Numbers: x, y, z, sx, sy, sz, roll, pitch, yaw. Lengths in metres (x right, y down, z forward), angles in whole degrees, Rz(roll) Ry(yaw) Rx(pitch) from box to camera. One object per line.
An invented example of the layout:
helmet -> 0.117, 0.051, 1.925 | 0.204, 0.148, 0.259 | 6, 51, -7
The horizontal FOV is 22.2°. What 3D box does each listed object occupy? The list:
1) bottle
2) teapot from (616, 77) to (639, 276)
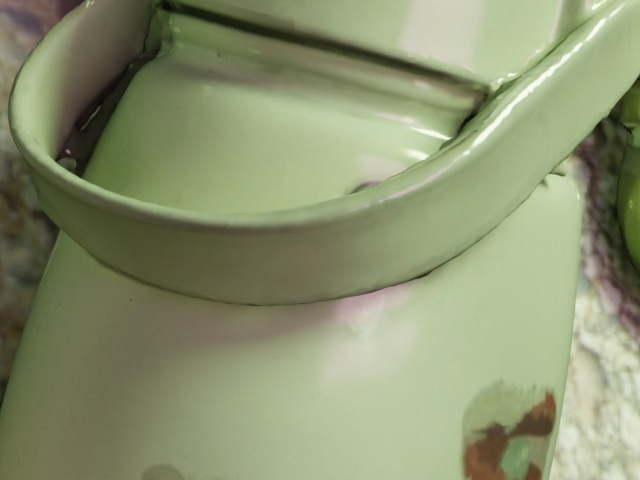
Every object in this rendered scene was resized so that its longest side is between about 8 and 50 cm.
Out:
bottle -> 0.000, 0.000, 0.595 | 0.229, 0.229, 0.351 | 12, 98, -26
teapot -> 0.283, -0.108, 0.881 | 0.239, 0.321, 0.239 | 13, 32, -10
